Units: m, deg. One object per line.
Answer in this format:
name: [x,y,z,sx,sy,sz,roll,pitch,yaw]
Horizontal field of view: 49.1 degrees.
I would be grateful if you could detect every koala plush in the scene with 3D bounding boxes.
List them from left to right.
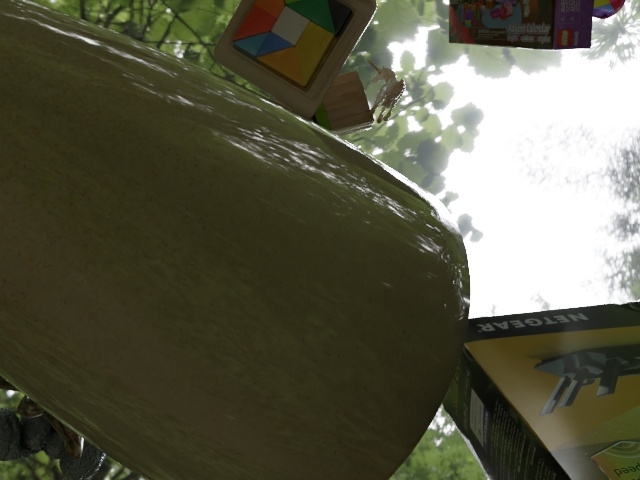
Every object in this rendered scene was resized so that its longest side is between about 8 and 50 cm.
koala plush: [-0.414,0.241,1.161,0.196,0.203,0.221,12,-83,5]

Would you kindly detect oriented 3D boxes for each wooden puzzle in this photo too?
wooden puzzle: [-0.050,-0.372,1.237,0.221,0.044,0.238,32,-78,6]

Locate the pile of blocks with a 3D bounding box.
pile of blocks: [-0.056,-0.178,1.340,0.362,0.112,0.149,-40,-97,-8]

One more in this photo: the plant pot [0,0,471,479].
plant pot: [-0.097,-0.001,0.396,0.256,0.256,0.274,-31,-49,28]

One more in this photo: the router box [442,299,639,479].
router box: [0.265,0.122,0.453,0.309,0.243,0.081,-5,-69,-10]

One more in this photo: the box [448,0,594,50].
box: [0.257,-0.362,0.934,0.057,0.293,0.201,-7,-72,-14]

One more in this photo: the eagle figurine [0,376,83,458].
eagle figurine: [-0.248,0.035,0.749,0.226,0.225,0.298,22,-86,18]

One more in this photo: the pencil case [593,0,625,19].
pencil case: [0.493,-0.485,1.187,0.104,0.104,0.236,22,-109,16]

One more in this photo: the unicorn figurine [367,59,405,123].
unicorn figurine: [0.127,-0.286,1.361,0.060,0.162,0.111,27,-89,-28]
